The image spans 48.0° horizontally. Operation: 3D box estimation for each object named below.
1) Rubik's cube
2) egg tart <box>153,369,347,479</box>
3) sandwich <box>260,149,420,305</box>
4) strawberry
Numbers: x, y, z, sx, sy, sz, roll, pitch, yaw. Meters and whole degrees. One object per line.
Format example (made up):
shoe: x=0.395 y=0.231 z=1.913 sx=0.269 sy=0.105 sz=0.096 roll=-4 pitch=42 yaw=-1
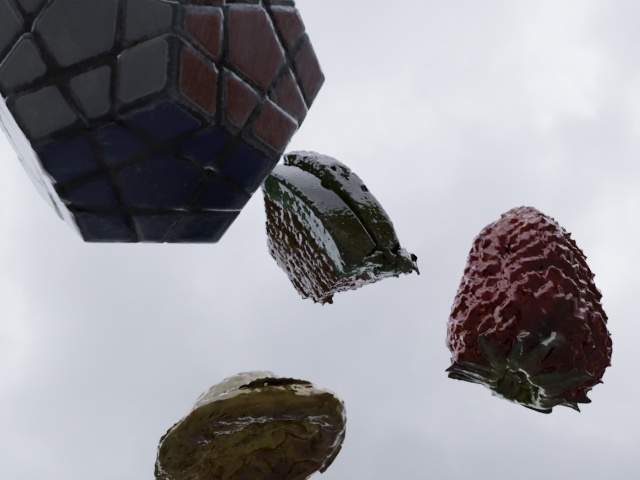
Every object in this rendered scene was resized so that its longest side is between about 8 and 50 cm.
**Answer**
Rubik's cube: x=-0.157 y=-0.147 z=0.669 sx=0.319 sy=0.264 sz=0.319 roll=-9 pitch=-37 yaw=-7
egg tart: x=-0.117 y=0.316 z=1.189 sx=0.341 sy=0.129 sz=0.341 roll=-13 pitch=-42 yaw=-12
sandwich: x=-0.001 y=-0.014 z=1.088 sx=0.109 sy=0.292 sz=0.212 roll=-14 pitch=-24 yaw=-36
strawberry: x=0.378 y=0.121 z=1.269 sx=0.292 sy=0.343 sz=0.292 roll=19 pitch=-31 yaw=12
